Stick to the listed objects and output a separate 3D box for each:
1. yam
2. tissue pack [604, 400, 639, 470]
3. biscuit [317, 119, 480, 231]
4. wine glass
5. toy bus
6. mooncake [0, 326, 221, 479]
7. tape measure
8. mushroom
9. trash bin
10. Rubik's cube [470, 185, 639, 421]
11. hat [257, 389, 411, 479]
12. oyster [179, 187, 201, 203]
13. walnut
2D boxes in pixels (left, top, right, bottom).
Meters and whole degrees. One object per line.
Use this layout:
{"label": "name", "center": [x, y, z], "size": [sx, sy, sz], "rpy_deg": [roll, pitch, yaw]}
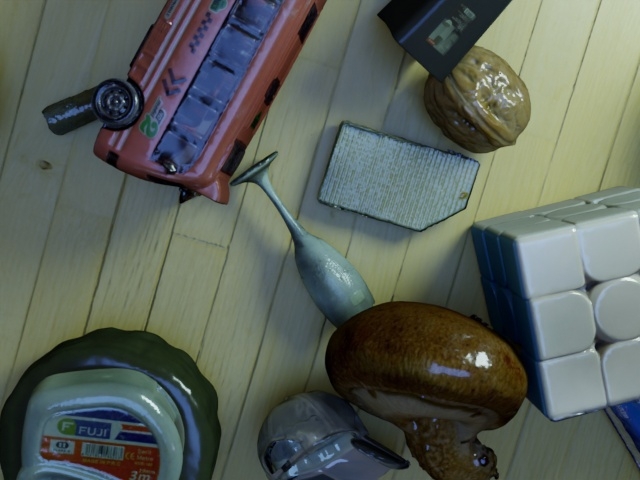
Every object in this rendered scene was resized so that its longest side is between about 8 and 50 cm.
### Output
{"label": "yam", "center": [-0.388, -0.220, 1.552], "size": [0.132, 0.054, 0.054], "rpy_deg": [-25, 98, -2]}
{"label": "tissue pack", "center": [0.632, 0.317, 1.648], "size": [0.209, 0.137, 0.270], "rpy_deg": [-31, 99, 1]}
{"label": "biscuit", "center": [0.133, -0.102, 1.605], "size": [0.252, 0.052, 0.150], "rpy_deg": [15, 99, -4]}
{"label": "wine glass", "center": [0.000, 0.000, 1.502], "size": [0.096, 0.264, 0.310], "rpy_deg": [-37, 98, -16]}
{"label": "toy bus", "center": [-0.167, -0.273, 1.468], "size": [0.233, 0.203, 0.427], "rpy_deg": [28, 91, 3]}
{"label": "mooncake", "center": [-0.342, 0.322, 1.549], "size": [0.356, 0.194, 0.357], "rpy_deg": [0, 94, -1]}
{"label": "tape measure", "center": [-0.314, 0.311, 1.392], "size": [0.243, 0.125, 0.246], "rpy_deg": [8, 97, -9]}
{"label": "mushroom", "center": [0.180, 0.246, 1.503], "size": [0.345, 0.345, 0.260], "rpy_deg": [11, 70, -6]}
{"label": "trash bin", "center": [0.217, -0.386, 1.490], "size": [0.115, 0.165, 0.225], "rpy_deg": [39, 106, -23]}
{"label": "Rubik's cube", "center": [0.437, 0.090, 1.531], "size": [0.291, 0.290, 0.292], "rpy_deg": [-14, 97, -3]}
{"label": "hat", "center": [0.024, 0.352, 1.599], "size": [0.275, 0.161, 0.232], "rpy_deg": [26, 137, -26]}
{"label": "oyster", "center": [-0.193, -0.122, 1.588], "size": [0.086, 0.029, 0.132], "rpy_deg": [10, 94, -6]}
{"label": "walnut", "center": [0.262, -0.226, 1.552], "size": [0.184, 0.155, 0.155], "rpy_deg": [44, 92, -11]}
